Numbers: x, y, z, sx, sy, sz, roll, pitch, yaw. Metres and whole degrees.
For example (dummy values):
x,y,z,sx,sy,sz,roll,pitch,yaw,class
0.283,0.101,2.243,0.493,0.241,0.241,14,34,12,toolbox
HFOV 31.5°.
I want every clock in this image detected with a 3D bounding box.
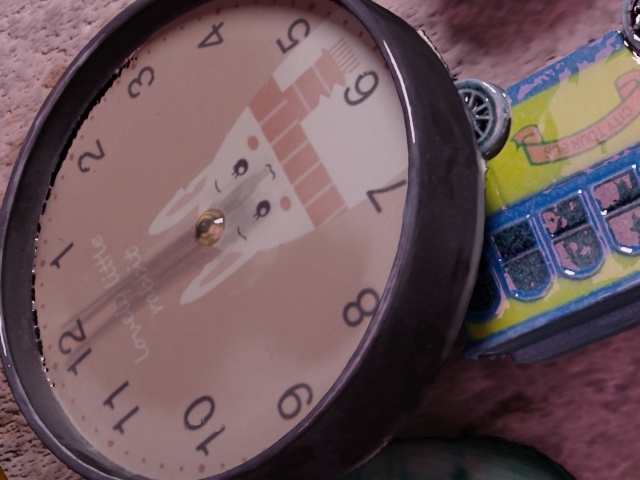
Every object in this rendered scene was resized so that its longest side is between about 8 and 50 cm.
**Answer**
x,y,z,sx,sy,sz,roll,pitch,yaw,class
-0.074,-0.009,0.779,0.386,0.076,0.386,-12,69,32,clock

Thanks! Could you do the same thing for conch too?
x,y,z,sx,sy,sz,roll,pitch,yaw,class
0.072,0.235,0.840,0.196,0.134,0.202,28,102,30,conch

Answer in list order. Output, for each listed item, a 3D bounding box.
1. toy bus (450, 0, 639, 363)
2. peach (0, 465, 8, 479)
x,y,z,sx,sy,sz,roll,pitch,yaw,class
0.220,-0.053,0.749,0.312,0.152,0.190,-27,74,28,toy bus
-0.436,0.296,1.054,0.373,0.290,0.372,5,100,34,peach
